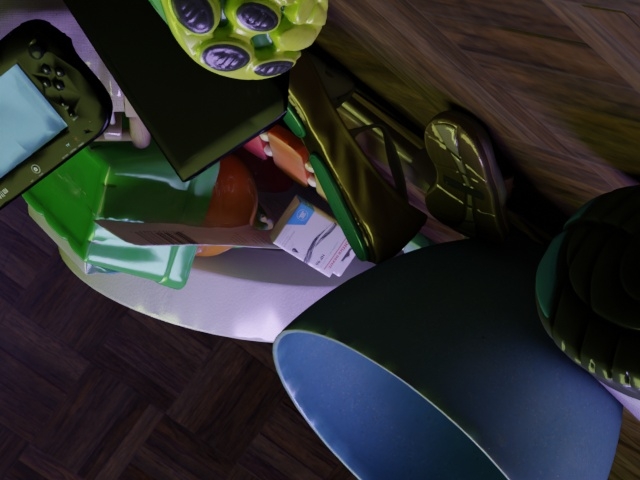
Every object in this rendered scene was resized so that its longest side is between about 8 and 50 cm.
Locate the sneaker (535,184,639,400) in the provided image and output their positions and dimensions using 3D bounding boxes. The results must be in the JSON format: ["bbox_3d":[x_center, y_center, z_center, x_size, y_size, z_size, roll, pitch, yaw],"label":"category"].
[{"bbox_3d":[0.260,0.073,1.085,0.139,0.125,0.341,38,176,-40],"label":"sneaker"}]

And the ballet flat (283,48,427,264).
[{"bbox_3d":[0.010,-0.092,1.514,0.232,0.073,0.080,60,171,-11],"label":"ballet flat"}]

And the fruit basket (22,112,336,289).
[{"bbox_3d":[-0.126,-0.056,1.884,0.353,0.165,0.327,6,-156,-41],"label":"fruit basket"}]

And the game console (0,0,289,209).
[{"bbox_3d":[-0.185,-0.114,1.416,0.213,0.361,0.044,57,-142,-3],"label":"game console"}]

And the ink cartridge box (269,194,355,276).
[{"bbox_3d":[0.000,0.000,1.750,0.083,0.048,0.028,31,-170,-18],"label":"ink cartridge box"}]

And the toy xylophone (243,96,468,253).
[{"bbox_3d":[0.018,-0.072,1.651,0.322,0.081,0.236,35,175,13],"label":"toy xylophone"}]

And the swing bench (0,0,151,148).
[{"bbox_3d":[-0.274,-0.169,1.591,0.253,0.165,0.254,-1,178,-4],"label":"swing bench"}]

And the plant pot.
[{"bbox_3d":[0.134,0.110,1.504,0.290,0.195,0.290,38,159,17],"label":"plant pot"}]

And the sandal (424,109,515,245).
[{"bbox_3d":[0.117,-0.050,1.402,0.072,0.049,0.180,28,158,21],"label":"sandal"}]

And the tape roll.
[{"bbox_3d":[-0.091,0.002,2.037,0.392,0.072,0.392,11,-161,-4],"label":"tape roll"}]

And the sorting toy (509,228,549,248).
[{"bbox_3d":[0.165,0.020,1.625,0.042,0.061,0.102,38,152,-17],"label":"sorting toy"}]

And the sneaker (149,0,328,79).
[{"bbox_3d":[-0.104,-0.214,1.182,0.295,0.109,0.123,38,-162,-34],"label":"sneaker"}]

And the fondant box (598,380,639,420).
[{"bbox_3d":[0.350,0.152,1.387,0.238,0.096,0.330,32,174,45],"label":"fondant box"}]
